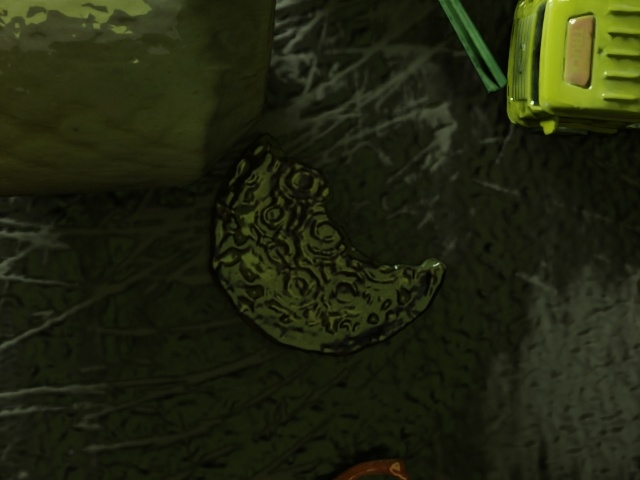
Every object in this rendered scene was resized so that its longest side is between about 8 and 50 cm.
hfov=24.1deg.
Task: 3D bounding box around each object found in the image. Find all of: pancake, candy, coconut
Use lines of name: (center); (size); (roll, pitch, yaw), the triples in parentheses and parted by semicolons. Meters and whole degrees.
pancake: (0.000, 0.000, 1.203); (0.184, 0.020, 0.191); (-16, 92, -3)
candy: (0.073, -0.227, 1.127); (0.073, 0.077, 0.262); (-36, 102, -23)
coconut: (-0.191, -0.172, 1.067); (0.328, 0.329, 0.329); (0, 90, -3)

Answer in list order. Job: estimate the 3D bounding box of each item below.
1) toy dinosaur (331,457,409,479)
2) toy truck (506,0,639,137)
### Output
toy dinosaur: (-0.032, 0.279, 1.184); (0.279, 0.055, 0.101); (-34, 86, -3)
toy truck: (0.289, -0.133, 1.151); (0.272, 0.157, 0.124); (5, 90, -4)
